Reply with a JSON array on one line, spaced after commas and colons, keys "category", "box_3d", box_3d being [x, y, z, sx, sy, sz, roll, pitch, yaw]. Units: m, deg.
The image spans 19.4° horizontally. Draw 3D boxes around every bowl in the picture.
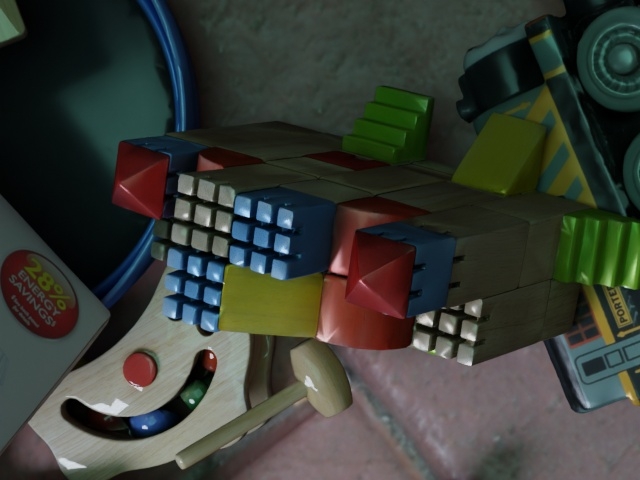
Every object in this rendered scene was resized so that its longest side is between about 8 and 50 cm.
[{"category": "bowl", "box_3d": [-0.281, -0.096, 1.550, 0.391, 0.077, 0.391, 0, 89, 17]}]

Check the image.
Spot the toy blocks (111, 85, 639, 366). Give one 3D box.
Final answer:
[{"category": "toy blocks", "box_3d": [0.000, 0.000, 1.323, 0.381, 0.261, 0.191, 17, 107, 33]}]

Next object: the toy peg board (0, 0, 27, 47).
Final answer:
[{"category": "toy peg board", "box_3d": [-0.330, -0.202, 1.496, 0.160, 0.079, 0.161, -21, 84, -1]}]

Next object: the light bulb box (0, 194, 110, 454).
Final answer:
[{"category": "light bulb box", "box_3d": [-0.425, 0.066, 1.408, 0.361, 0.225, 0.358, -35, 102, 33]}]

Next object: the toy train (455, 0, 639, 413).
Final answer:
[{"category": "toy train", "box_3d": [0.225, -0.029, 1.394, 0.190, 0.142, 0.334, -24, 84, 23]}]

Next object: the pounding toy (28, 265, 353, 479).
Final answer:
[{"category": "pounding toy", "box_3d": [-0.121, 0.097, 1.470, 0.269, 0.155, 0.154, -18, 90, 15]}]
